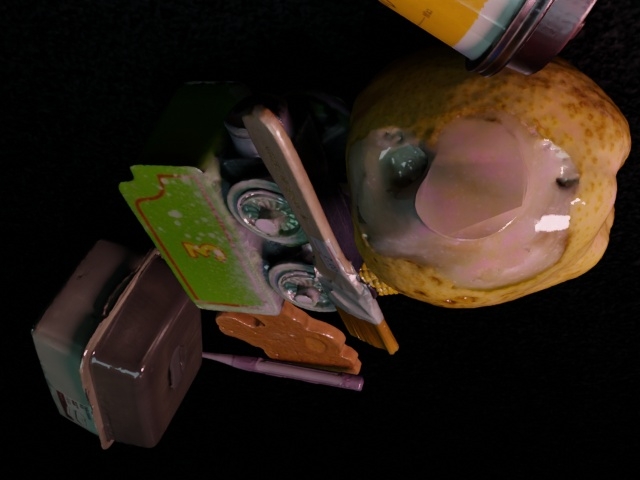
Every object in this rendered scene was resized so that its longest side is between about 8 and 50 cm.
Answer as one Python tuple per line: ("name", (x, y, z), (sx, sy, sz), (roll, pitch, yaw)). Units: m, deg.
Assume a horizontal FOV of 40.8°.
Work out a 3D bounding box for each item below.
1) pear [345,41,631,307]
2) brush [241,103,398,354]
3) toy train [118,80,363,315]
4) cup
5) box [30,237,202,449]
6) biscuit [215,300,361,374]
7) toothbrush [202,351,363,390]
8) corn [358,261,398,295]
("pear", (0.153, -0.062, 0.813), (0.271, 0.271, 0.271), (7, 142, 6))
("brush", (0.000, 0.000, 0.818), (0.085, 0.020, 0.336), (24, 152, 41))
("toy train", (-0.071, -0.042, 0.970), (0.249, 0.173, 0.307), (4, 143, 23))
("cup", (0.082, -0.255, 0.650), (0.280, 0.196, 0.196), (26, 141, -4))
("box", (-0.276, 0.151, 1.222), (0.166, 0.220, 0.290), (20, 144, 9))
("biscuit", (-0.039, 0.148, 1.301), (0.236, 0.040, 0.144), (32, 146, -28))
("toothbrush", (-0.101, 0.196, 1.351), (0.354, 0.024, 0.029), (7, 157, 20))
("corn", (0.153, 0.016, 1.047), (0.248, 0.081, 0.081), (-11, 137, 26))
